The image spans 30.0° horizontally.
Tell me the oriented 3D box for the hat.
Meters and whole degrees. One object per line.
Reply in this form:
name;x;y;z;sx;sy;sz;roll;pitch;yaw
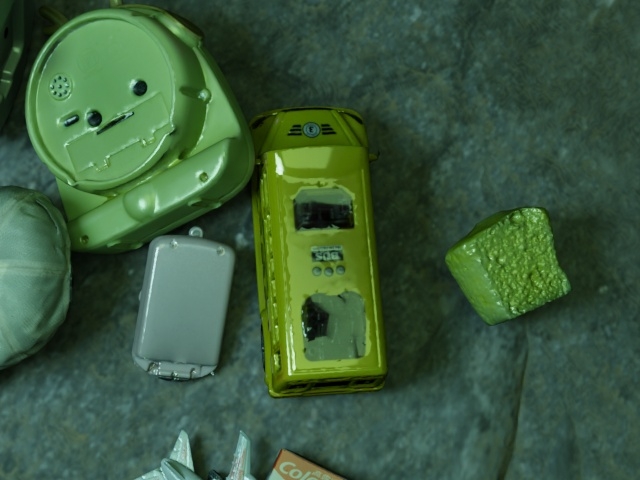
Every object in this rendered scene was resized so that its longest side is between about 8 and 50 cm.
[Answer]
hat;-0.391;0.039;1.255;0.275;0.161;0.232;-3;71;31

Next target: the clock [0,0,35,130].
clock;-0.375;-0.212;1.288;0.083;0.230;0.230;16;76;-4

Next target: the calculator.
calculator;-0.149;0.070;1.313;0.100;0.032;0.175;9;94;-20

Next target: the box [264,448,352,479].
box;0.043;0.297;1.302;0.218;0.039;0.055;27;77;2

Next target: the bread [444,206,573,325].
bread;0.210;0.028;1.344;0.129;0.111;0.114;-23;84;-12

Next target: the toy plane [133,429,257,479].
toy plane;-0.114;0.289;1.277;0.171;0.065;0.162;44;77;4

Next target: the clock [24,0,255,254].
clock;-0.223;-0.154;1.312;0.235;0.096;0.308;-27;78;20

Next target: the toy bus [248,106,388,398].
toy bus;0.000;0.000;1.311;0.145;0.151;0.331;-4;76;-6
